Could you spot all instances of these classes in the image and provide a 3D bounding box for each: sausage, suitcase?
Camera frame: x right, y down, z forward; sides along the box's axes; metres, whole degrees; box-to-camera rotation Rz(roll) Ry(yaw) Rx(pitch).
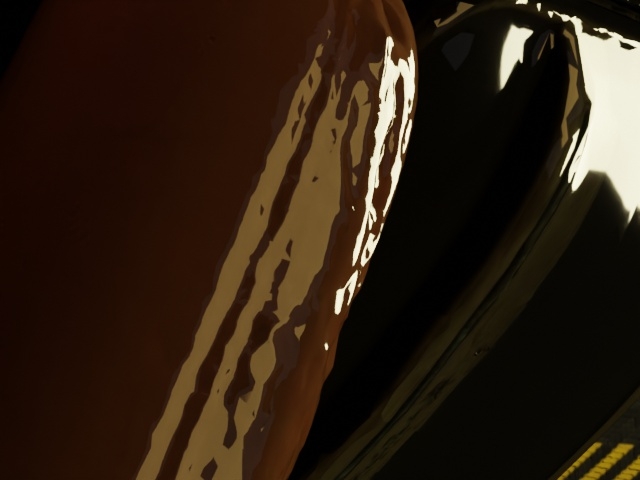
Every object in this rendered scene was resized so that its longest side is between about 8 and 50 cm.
[{"bbox_3d":[-0.057,0.063,0.340,0.086,0.086,0.289,73,38,-69],"label":"sausage"},{"bbox_3d":[0.000,0.000,0.631,0.283,0.194,0.434,-49,157,17],"label":"suitcase"}]
